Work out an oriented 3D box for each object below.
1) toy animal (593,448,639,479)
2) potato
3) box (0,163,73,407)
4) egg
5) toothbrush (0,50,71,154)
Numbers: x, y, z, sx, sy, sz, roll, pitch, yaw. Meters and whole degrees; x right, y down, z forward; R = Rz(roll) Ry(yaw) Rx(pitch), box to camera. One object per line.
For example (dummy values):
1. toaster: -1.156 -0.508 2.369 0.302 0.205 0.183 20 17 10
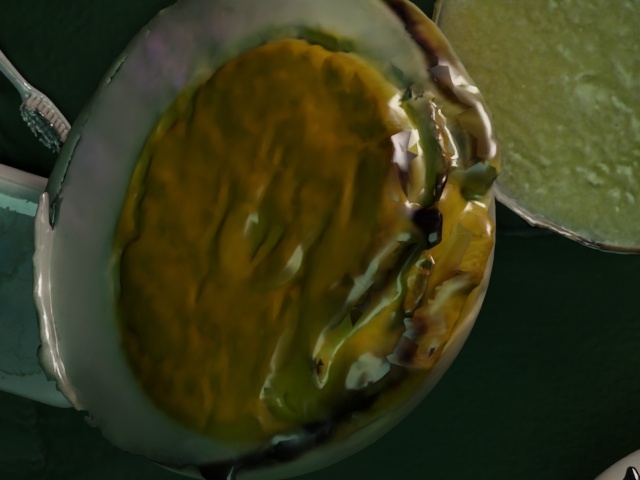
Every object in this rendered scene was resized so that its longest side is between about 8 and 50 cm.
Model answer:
1. toy animal: 0.205 0.260 1.101 0.251 0.251 0.310 11 108 1
2. potato: 0.151 -0.092 1.035 0.164 0.081 0.200 -31 104 27
3. box: -0.259 0.001 1.142 0.285 0.044 0.142 17 119 -1
4. egg: -0.003 -0.003 1.030 0.286 0.264 0.174 -43 148 27
5. toothbrush: -0.223 -0.150 1.082 0.018 0.024 0.257 -33 105 18
